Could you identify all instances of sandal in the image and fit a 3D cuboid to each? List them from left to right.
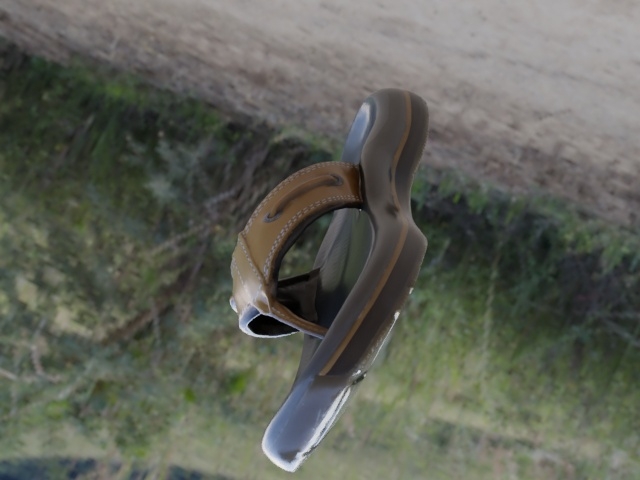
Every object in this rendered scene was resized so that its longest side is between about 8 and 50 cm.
[{"bbox_3d":[0.000,0.000,0.455,0.060,0.090,0.219,22,-144,-6],"label":"sandal"}]
